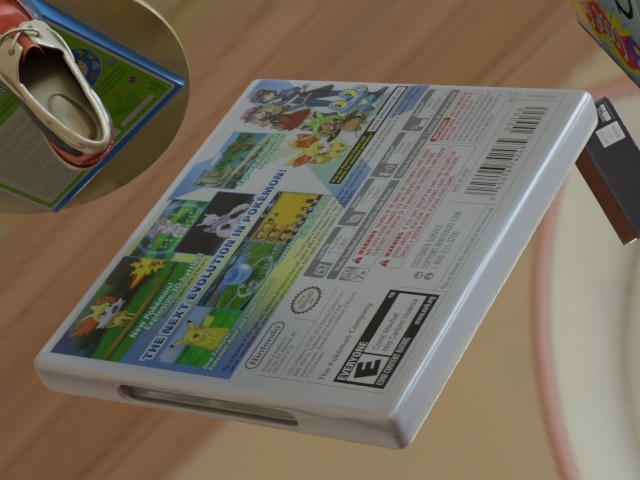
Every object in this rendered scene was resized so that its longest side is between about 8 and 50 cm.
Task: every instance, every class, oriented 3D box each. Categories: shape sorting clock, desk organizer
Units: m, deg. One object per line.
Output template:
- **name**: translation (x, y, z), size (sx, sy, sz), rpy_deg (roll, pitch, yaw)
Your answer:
- **shape sorting clock**: translation (-0.191, -0.096, 1.198), size (0.206, 0.040, 0.206), rpy_deg (-14, -39, -11)
- **desk organizer**: translation (0.273, -0.063, 1.625), size (0.047, 0.130, 0.050), rpy_deg (-29, -5, -10)

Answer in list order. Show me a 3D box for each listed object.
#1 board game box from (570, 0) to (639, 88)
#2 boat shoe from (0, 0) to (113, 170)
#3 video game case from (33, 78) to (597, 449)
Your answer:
- **board game box**: translation (0.178, -0.222, 0.887), size (0.144, 0.142, 0.275), rpy_deg (-27, -55, -1)
- **boat shoe**: translation (-0.168, -0.102, 1.024), size (0.049, 0.137, 0.043), rpy_deg (-34, -4, -18)
- **video game case**: translation (0.000, 0.000, 1.239), size (0.329, 0.300, 0.036), rpy_deg (-56, -43, -36)
